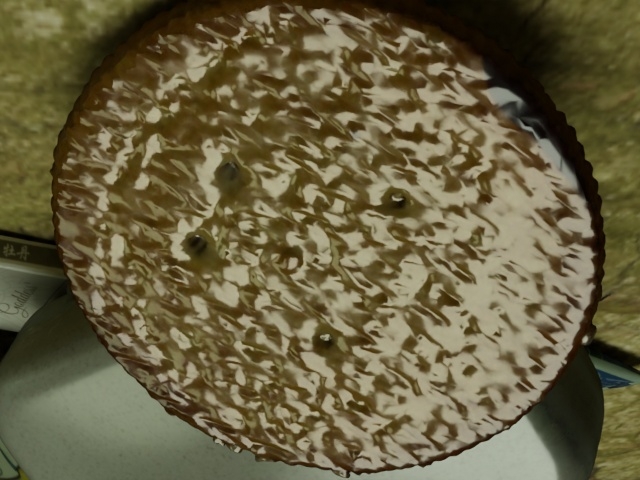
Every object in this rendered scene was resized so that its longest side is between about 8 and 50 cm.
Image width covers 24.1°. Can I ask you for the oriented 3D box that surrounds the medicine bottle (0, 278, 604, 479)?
[{"bbox_3d":[-0.022,0.107,0.970,0.375,0.123,0.282,-24,115,28],"label":"medicine bottle"}]

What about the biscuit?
[{"bbox_3d":[0.000,0.000,0.803,0.305,0.038,0.305,6,120,10],"label":"biscuit"}]

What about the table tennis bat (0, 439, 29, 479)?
[{"bbox_3d":[-0.346,0.164,1.200,0.414,0.051,0.268,0,126,37],"label":"table tennis bat"}]

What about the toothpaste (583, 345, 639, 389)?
[{"bbox_3d":[0.180,0.089,1.151,0.057,0.035,0.197,-15,154,42],"label":"toothpaste"}]

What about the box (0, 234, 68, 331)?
[{"bbox_3d":[-0.226,0.029,1.044,0.198,0.029,0.109,12,150,-24],"label":"box"}]
